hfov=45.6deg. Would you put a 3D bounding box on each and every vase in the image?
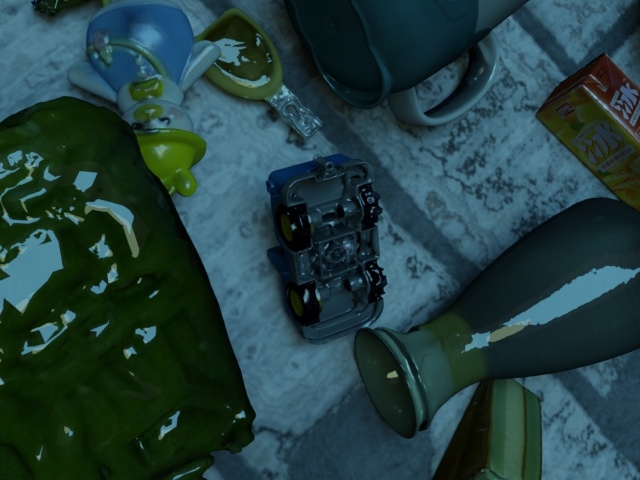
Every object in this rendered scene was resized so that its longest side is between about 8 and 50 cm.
[{"bbox_3d":[0.201,0.086,0.803,0.321,0.173,0.173,-23,85,-17],"label":"vase"}]

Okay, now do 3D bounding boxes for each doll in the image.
[{"bbox_3d":[-0.170,-0.152,0.755,0.135,0.099,0.241,-4,76,-34],"label":"doll"}]

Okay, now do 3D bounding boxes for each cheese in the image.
[{"bbox_3d":[-0.064,-0.174,0.831,0.162,0.036,0.086,46,67,-4],"label":"cheese"}]

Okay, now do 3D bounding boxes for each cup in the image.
[{"bbox_3d":[0.110,-0.269,0.838,0.257,0.219,0.289,-41,124,-23],"label":"cup"}]

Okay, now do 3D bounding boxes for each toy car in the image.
[{"bbox_3d":[0.000,0.000,0.770,0.097,0.100,0.191,-18,117,-23],"label":"toy car"}]

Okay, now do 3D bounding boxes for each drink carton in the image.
[{"bbox_3d":[0.386,-0.118,0.950,0.223,0.096,0.071,43,67,-6],"label":"drink carton"}]

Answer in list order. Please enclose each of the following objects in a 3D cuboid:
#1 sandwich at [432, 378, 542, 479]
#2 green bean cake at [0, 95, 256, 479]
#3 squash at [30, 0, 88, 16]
[{"bbox_3d":[0.174,0.232,0.825,0.079,0.113,0.163,36,33,-8],"label":"sandwich"},{"bbox_3d":[-0.243,0.083,0.564,0.335,0.218,0.319,-38,111,-30],"label":"green bean cake"},{"bbox_3d":[-0.220,-0.286,0.796,0.183,0.052,0.052,-35,90,-22],"label":"squash"}]
